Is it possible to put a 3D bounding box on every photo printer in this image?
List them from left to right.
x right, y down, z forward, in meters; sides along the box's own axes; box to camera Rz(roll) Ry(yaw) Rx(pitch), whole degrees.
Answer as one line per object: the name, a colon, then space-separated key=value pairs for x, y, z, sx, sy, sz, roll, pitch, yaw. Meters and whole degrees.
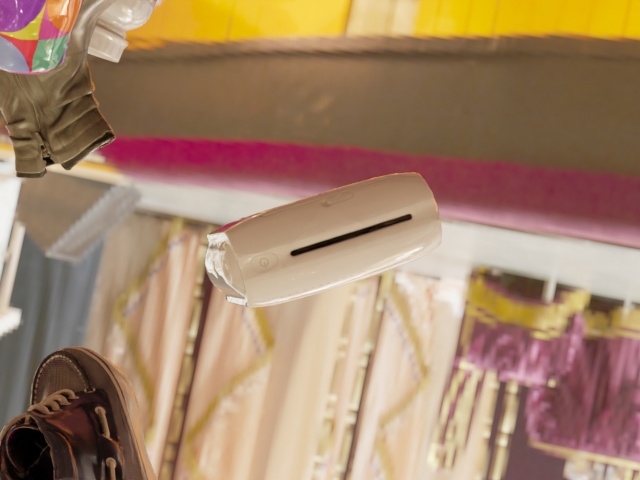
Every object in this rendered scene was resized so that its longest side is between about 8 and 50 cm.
photo printer: x=0.000 y=0.000 z=1.692 sx=0.256 sy=0.107 sz=0.307 roll=-17 pitch=-178 yaw=-10

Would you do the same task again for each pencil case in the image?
pencil case: x=-0.228 y=-0.248 z=1.150 sx=0.104 sy=0.236 sz=0.104 roll=14 pitch=-143 yaw=-11

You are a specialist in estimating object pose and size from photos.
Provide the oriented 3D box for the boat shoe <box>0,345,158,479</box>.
boat shoe: x=-0.282 y=0.204 z=1.570 sx=0.158 sy=0.127 sz=0.340 roll=38 pitch=-172 yaw=-39

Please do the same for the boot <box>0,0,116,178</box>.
boot: x=-0.234 y=-0.163 z=1.389 sx=0.246 sy=0.161 sz=0.083 roll=-24 pitch=-176 yaw=39

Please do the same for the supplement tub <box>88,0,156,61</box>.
supplement tub: x=-0.301 y=-0.418 z=1.916 sx=0.228 sy=0.316 sz=0.228 roll=21 pitch=-179 yaw=0
